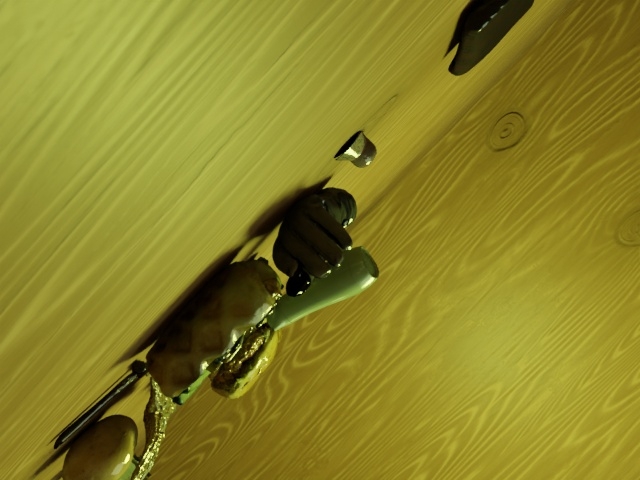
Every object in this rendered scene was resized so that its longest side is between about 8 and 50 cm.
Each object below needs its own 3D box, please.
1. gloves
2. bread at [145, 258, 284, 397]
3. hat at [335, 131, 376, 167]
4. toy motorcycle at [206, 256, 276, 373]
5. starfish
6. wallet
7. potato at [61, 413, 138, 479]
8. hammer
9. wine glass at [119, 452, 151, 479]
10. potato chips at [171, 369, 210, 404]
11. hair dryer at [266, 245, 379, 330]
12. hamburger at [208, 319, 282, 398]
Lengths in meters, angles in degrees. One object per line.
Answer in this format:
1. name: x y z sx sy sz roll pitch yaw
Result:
1. gloves: -0.008 -0.004 1.114 0.285 0.119 0.142 -74 176 -67
2. bread: -0.159 0.117 1.024 0.232 0.088 0.128 -42 -160 3
3. hat: 0.060 -0.132 1.073 0.058 0.042 0.087 -47 175 16
4. toy motorcycle: -0.143 0.130 1.171 0.130 0.094 0.229 -48 -166 39
5. starfish: -0.291 0.320 1.225 0.295 0.048 0.231 106 -5 -62
6. wallet: 0.270 -0.347 1.055 0.182 0.049 0.229 -46 174 3
7. potato: -0.377 0.369 1.216 0.112 0.112 0.147 -50 -176 47
8. hammer: -0.332 0.245 1.054 0.178 0.021 0.065 -41 174 -24
9. wine glass: -0.539 0.616 1.514 0.357 0.190 0.190 -51 175 9
10. potato chips: -0.227 0.222 1.569 0.358 0.070 0.429 -51 178 6
11. hair dryer: -0.010 0.036 1.248 0.206 0.075 0.237 -30 -146 15
12. hamburger: -0.206 0.305 1.900 0.259 0.144 0.283 -46 -179 5
